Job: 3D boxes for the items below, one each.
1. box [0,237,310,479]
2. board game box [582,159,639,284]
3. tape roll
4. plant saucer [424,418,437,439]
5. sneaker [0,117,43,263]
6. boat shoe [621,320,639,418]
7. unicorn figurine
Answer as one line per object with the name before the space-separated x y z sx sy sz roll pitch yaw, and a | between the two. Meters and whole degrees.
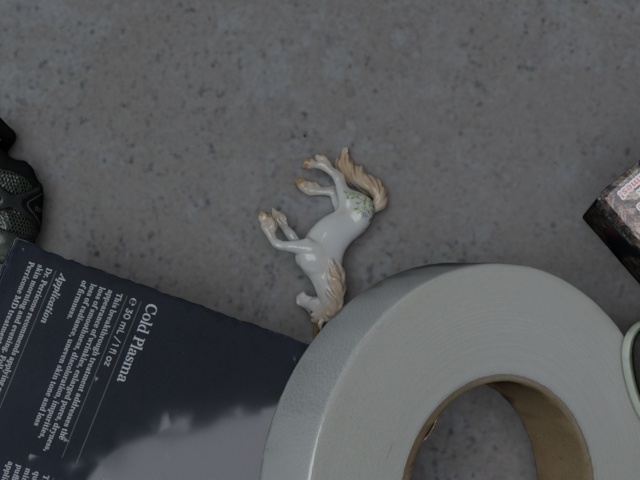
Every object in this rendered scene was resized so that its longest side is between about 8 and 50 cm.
box | -0.161 0.219 1.595 0.312 0.179 0.343 20 80 10
board game box | 0.369 0.037 1.568 0.141 0.232 0.291 -40 84 2
tape roll | 0.123 0.210 1.540 0.392 0.072 0.392 0 90 -36
plant saucer | 0.064 0.148 1.692 0.083 0.015 0.083 0 86 5
sneaker | -0.357 -0.061 1.707 0.227 0.087 0.130 13 85 2
boat shoe | 0.335 0.161 1.603 0.081 0.068 0.228 -42 109 -26
unicorn figurine | 0.000 0.000 1.685 0.111 0.060 0.162 39 90 7
